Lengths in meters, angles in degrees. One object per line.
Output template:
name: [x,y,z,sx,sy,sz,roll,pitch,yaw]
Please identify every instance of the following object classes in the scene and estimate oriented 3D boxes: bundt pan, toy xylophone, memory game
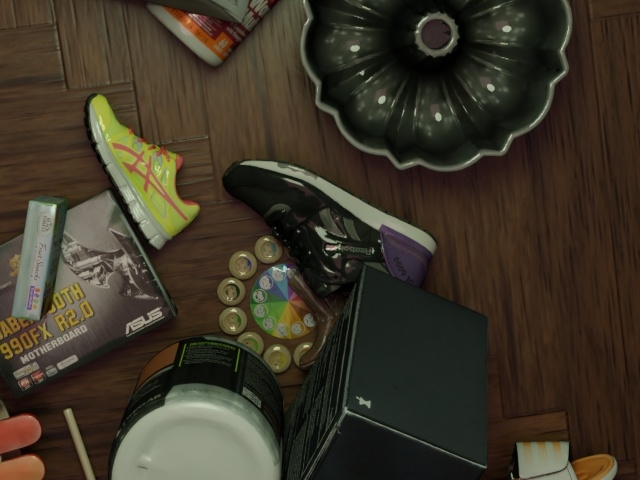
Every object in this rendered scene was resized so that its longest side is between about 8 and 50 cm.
bundt pan: [0.134,-0.250,1.814,0.331,0.124,0.331,0,97,-4]
toy xylophone: [-0.396,0.335,1.881,0.236,0.081,0.323,-24,98,0]
memory game: [-0.042,0.080,1.903,0.186,0.012,0.186,0,97,-3]

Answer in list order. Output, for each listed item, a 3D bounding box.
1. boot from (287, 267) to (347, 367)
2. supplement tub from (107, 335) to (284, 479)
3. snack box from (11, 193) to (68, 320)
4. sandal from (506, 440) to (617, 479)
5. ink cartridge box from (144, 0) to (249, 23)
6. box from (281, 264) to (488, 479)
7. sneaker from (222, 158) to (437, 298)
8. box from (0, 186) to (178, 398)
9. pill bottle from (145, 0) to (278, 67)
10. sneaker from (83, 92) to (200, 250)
boot: [-0.014,0.090,1.880,0.106,0.037,0.114,-38,102,-11]
supplement tub: [-0.139,0.227,1.758,0.193,0.316,0.194,0,103,0]
snack box: [-0.335,0.019,1.777,0.037,0.100,0.141,9,96,-4]
sandal: [0.250,0.304,1.905,0.265,0.102,0.076,-15,101,1]
ink cartridge box: [-0.209,-0.423,1.702,0.309,0.130,0.272,15,88,18]
box: [0.061,0.244,1.740,0.182,0.296,0.294,22,122,-7]
sneaker: [0.000,0.000,1.828,0.283,0.107,0.124,25,71,-6]
box: [-0.321,0.065,1.862,0.231,0.056,0.183,-27,99,0]
pill bottle: [-0.098,-0.327,1.791,0.121,0.121,0.221,42,94,-8]
sneaker: [-0.221,-0.097,1.843,0.094,0.081,0.208,-30,105,-6]
